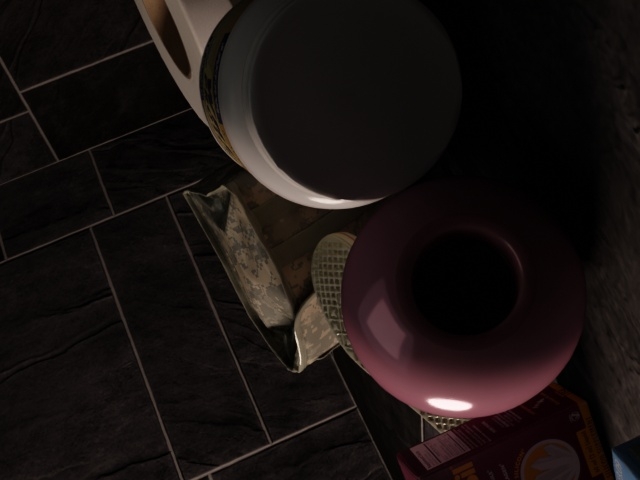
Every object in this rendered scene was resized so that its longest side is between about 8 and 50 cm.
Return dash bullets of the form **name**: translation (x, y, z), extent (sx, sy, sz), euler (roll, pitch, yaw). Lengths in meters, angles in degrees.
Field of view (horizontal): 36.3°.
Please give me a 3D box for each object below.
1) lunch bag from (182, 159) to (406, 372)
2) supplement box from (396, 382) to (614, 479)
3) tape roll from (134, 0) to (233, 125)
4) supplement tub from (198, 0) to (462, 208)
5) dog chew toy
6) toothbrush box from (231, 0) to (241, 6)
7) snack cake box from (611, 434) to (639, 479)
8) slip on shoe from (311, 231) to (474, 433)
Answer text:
- **lunch bag**: translation (0.000, 0.000, 1.270), extent (0.169, 0.235, 0.287), euler (-1, 120, 59)
- **supplement box**: translation (0.187, 0.234, 0.989), extent (0.081, 0.188, 0.104), euler (-154, 42, -78)
- **tape roll**: translation (-0.215, -0.357, 1.496), extent (0.392, 0.072, 0.392), euler (57, 167, 22)
- **supplement tub**: translation (0.001, -0.155, 0.994), extent (0.316, 0.228, 0.228), euler (-140, 28, -75)
- **dog chew toy**: translation (0.128, 0.063, 0.910), extent (0.332, 0.206, 0.206), euler (64, -179, -77)
- **toothbrush box**: translation (-0.058, -0.253, 1.542), extent (0.206, 0.122, 0.283), euler (-128, 18, -61)
- **snack cake box**: translation (0.296, 0.265, 0.698), extent (0.152, 0.089, 0.264), euler (-125, 14, -55)
- **slip on shoe**: translation (0.118, 0.117, 1.138), extent (0.331, 0.101, 0.123), euler (44, 127, 8)
